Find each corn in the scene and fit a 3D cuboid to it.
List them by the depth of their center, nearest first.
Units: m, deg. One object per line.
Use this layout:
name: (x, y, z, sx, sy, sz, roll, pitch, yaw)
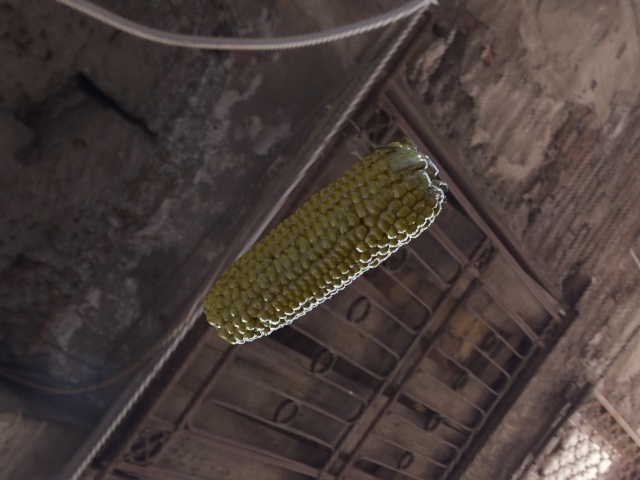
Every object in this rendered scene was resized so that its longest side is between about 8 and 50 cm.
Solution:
corn: (0.003, 0.004, 0.805, 0.260, 0.091, 0.091, -35, -92, 7)
